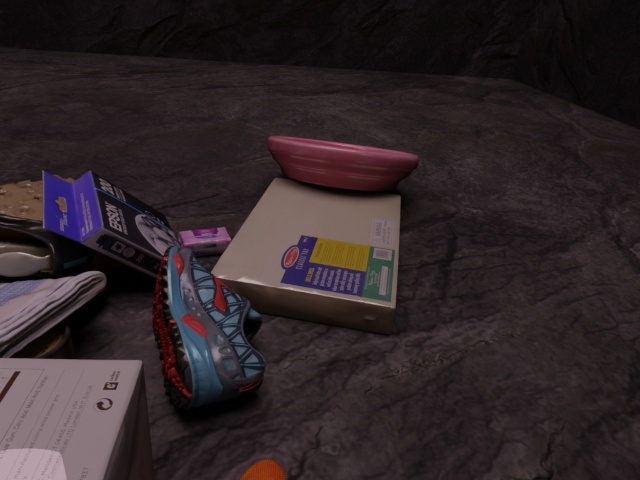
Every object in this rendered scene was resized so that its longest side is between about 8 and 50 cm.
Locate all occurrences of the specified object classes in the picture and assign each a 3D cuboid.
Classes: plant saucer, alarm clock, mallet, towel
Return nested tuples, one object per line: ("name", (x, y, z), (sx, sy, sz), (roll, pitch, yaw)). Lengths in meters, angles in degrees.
("plant saucer", (0.046, -0.170, 1.103), (0.332, 0.084, 0.332), (8, 13, -2))
("alarm clock", (-0.334, 0.129, 0.554), (0.129, 0.064, 0.192), (-1, 22, 4))
("mallet", (-0.391, 0.076, 0.680), (0.190, 0.039, 0.062), (3, 25, 3))
("towel", (-0.417, 0.085, 0.561), (0.285, 0.034, 0.209), (-5, 16, 10))

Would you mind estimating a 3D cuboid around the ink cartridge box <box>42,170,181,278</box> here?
("ink cartridge box", (-0.312, -0.031, 0.760), (0.208, 0.045, 0.206), (33, 8, -39))

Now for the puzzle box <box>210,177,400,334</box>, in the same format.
("puzzle box", (0.000, 0.000, 0.875), (0.272, 0.052, 0.409), (10, 29, 6))

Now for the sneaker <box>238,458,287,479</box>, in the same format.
("sneaker", (-0.073, 0.242, 0.399), (0.064, 0.067, 0.175), (14, 28, 17))

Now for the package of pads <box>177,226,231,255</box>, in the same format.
("package of pads", (-0.198, 0.002, 0.852), (0.083, 0.032, 0.050), (-7, 32, -23))

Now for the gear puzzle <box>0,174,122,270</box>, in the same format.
("gear puzzle", (-0.435, -0.026, 0.856), (0.339, 0.044, 0.175), (27, 33, 28))

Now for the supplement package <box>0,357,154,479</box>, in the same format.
("supplement package", (-0.277, 0.197, 0.323), (0.293, 0.177, 0.175), (2, 29, -6))

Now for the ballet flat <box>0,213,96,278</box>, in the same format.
("ballet flat", (-0.463, 0.006, 0.702), (0.280, 0.095, 0.096), (3, 23, 9))

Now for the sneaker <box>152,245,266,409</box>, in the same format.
("sneaker", (-0.142, 0.104, 0.635), (0.125, 0.104, 0.262), (6, 33, -28))
